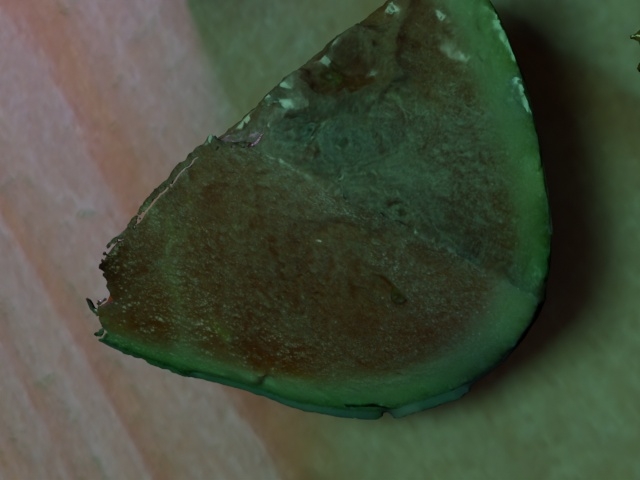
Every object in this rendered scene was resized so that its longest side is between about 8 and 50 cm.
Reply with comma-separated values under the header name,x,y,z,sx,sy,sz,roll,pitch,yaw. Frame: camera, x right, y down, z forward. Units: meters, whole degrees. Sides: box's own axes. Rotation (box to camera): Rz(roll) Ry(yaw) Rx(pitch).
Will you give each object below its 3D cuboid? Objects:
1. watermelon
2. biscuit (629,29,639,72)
name,x,y,z,sx,sy,sz,roll,pitch,yaw
watermelon,0.020,0.004,0.839,0.146,0.128,0.231,50,137,4
biscuit,0.217,-0.072,0.684,0.254,0.035,0.254,-12,74,44
